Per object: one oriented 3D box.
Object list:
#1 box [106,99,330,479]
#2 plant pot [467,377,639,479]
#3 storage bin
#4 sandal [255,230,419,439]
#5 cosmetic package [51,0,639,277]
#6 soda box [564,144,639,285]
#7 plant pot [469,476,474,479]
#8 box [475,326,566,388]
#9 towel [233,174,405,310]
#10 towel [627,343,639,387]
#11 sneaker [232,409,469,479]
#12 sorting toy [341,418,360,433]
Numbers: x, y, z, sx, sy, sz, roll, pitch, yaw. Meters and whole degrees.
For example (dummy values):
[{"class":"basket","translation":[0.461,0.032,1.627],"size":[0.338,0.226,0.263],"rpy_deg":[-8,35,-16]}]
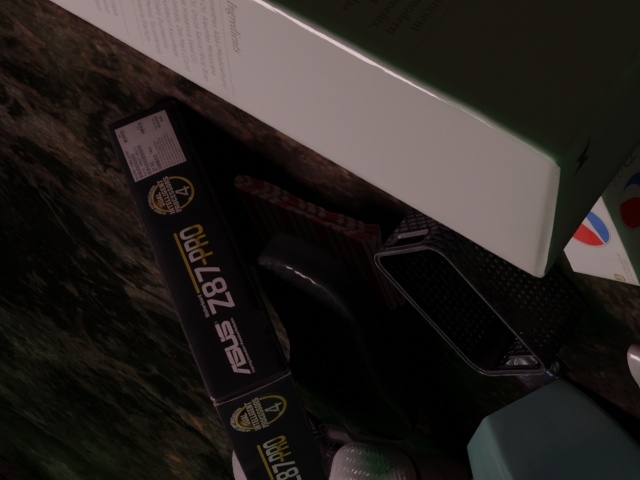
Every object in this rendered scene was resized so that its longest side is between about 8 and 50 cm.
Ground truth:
[{"class":"box","translation":[-0.109,0.085,1.734],"size":[0.318,0.097,0.395],"rpy_deg":[72,173,-55]},{"class":"plant pot","translation":[0.265,0.279,1.649],"size":[0.234,0.165,0.165],"rpy_deg":[59,163,18]},{"class":"storage bin","translation":[0.157,0.042,1.523],"size":[0.180,0.084,0.122],"rpy_deg":[46,155,-18]},{"class":"sandal","translation":[0.043,0.106,1.746],"size":[0.167,0.107,0.446],"rpy_deg":[27,159,20]},{"class":"cosmetic package","translation":[0.028,-0.197,1.105],"size":[0.453,0.230,0.161],"rpy_deg":[31,156,19]},{"class":"soda box","translation":[0.218,-0.061,1.269],"size":[0.074,0.069,0.216],"rpy_deg":[15,147,43]},{"class":"plant pot","translation":[0.243,0.340,1.814],"size":[0.191,0.174,0.191],"rpy_deg":[32,154,17]},{"class":"box","translation":[0.212,0.120,1.660],"size":[0.083,0.018,0.067],"rpy_deg":[41,156,-6]},{"class":"towel","translation":[0.000,0.000,1.745],"size":[0.197,0.029,0.144],"rpy_deg":[24,155,30]},{"class":"towel","translation":[0.460,0.230,1.464],"size":[0.317,0.053,0.332],"rpy_deg":[19,150,38]},{"class":"sneaker","translation":[0.050,0.311,2.001],"size":[0.210,0.137,0.366],"rpy_deg":[22,173,-37]},{"class":"sorting toy","translation":[0.023,0.206,2.062],"size":[0.075,0.045,0.083],"rpy_deg":[37,170,35]}]
